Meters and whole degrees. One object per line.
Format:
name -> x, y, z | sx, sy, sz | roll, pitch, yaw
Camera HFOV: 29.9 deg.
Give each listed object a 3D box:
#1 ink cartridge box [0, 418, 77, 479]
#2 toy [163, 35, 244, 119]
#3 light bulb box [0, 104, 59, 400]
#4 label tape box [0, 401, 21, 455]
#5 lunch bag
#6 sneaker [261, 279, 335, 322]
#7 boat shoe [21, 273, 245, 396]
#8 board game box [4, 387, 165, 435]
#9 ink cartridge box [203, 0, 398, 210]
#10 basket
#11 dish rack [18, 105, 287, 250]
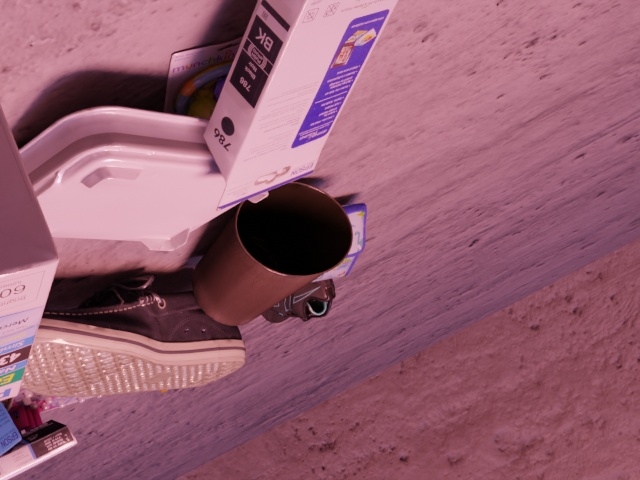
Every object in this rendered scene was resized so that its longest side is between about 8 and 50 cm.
ink cartridge box -> -0.550, 0.383, 2.122 | 0.206, 0.045, 0.208 | -26, -176, -23
toy -> -0.115, -0.151, 1.419 | 0.137, 0.056, 0.237 | -20, 162, -21
light bulb box -> -0.483, 0.046, 1.190 | 0.358, 0.225, 0.361 | -15, 159, -26
label tape box -> -0.693, 0.389, 1.937 | 0.347, 0.115, 0.249 | -30, -177, 18
lunch bag -> 0.000, 0.000, 1.965 | 0.128, 0.096, 0.151 | -11, 143, -32
sneaker -> -0.044, 0.107, 2.180 | 0.101, 0.106, 0.267 | -19, 163, -25
boat shoe -> -0.305, 0.138, 1.825 | 0.186, 0.156, 0.500 | -29, 161, 29
board game box -> -0.358, 0.227, 2.179 | 0.390, 0.050, 0.390 | -15, 160, -31
ink cartridge box -> -0.025, -0.182, 1.301 | 0.165, 0.065, 0.333 | -25, 153, -42
basket -> -0.093, 0.030, 1.827 | 0.204, 0.154, 0.227 | -10, 160, -38
dish rack -> -0.217, -0.058, 1.418 | 0.285, 0.072, 0.332 | -26, 160, 40
